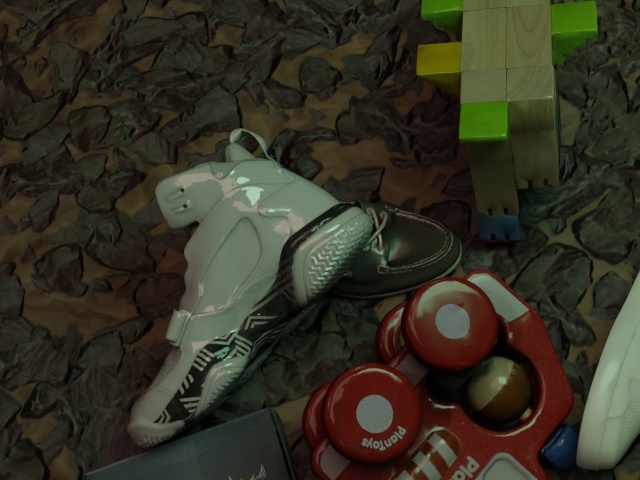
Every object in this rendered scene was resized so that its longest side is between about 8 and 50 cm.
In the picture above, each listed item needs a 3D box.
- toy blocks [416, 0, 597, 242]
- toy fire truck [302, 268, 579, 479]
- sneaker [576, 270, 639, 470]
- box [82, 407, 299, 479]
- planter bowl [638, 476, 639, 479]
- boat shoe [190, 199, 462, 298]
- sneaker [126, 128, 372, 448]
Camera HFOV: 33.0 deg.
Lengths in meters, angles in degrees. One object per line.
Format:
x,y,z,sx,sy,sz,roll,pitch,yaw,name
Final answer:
0.231,-0.179,1.287,0.191,0.261,0.381,-2,53,13,toy blocks
0.140,0.194,1.151,0.254,0.169,0.302,43,73,2,toy fire truck
0.387,0.135,1.131,0.169,0.108,0.292,20,58,23,sneaker
-0.130,0.307,1.182,0.233,0.059,0.183,-19,57,0,box
0.397,0.256,1.070,0.162,0.109,0.162,-5,60,9,planter bowl
0.000,0.000,1.312,0.335,0.095,0.112,1,60,13,boat shoe
-0.130,0.050,1.233,0.210,0.137,0.366,43,91,8,sneaker
